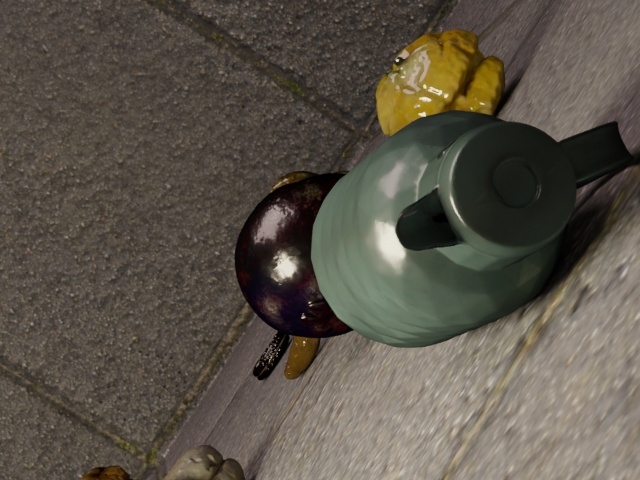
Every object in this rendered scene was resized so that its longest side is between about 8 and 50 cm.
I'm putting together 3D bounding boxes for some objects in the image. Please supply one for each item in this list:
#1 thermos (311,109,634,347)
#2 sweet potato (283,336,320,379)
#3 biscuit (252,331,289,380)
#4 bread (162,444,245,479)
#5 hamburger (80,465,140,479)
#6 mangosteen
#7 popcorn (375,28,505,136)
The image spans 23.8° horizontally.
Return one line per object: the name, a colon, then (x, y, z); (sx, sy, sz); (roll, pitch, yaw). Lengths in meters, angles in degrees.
thermos: (0.101, -0.016, 1.003); (0.182, 0.145, 0.286); (-23, -3, -15)
sweet potato: (0.007, 0.074, 1.944); (0.269, 0.075, 0.075); (-59, 1, 35)
biscuit: (-0.081, 0.189, 2.492); (0.087, 0.027, 0.089); (-60, 4, -35)
bread: (-0.192, 0.377, 1.731); (0.337, 0.102, 0.183); (-56, 7, -24)
hamburger: (-0.339, 0.477, 2.399); (0.244, 0.163, 0.244); (-61, 8, 15)
mangosteen: (0.000, 0.000, 1.670); (0.194, 0.194, 0.230); (-54, 26, 34)
popcorn: (0.146, -0.175, 1.810); (0.167, 0.152, 0.148); (-24, 60, 37)
